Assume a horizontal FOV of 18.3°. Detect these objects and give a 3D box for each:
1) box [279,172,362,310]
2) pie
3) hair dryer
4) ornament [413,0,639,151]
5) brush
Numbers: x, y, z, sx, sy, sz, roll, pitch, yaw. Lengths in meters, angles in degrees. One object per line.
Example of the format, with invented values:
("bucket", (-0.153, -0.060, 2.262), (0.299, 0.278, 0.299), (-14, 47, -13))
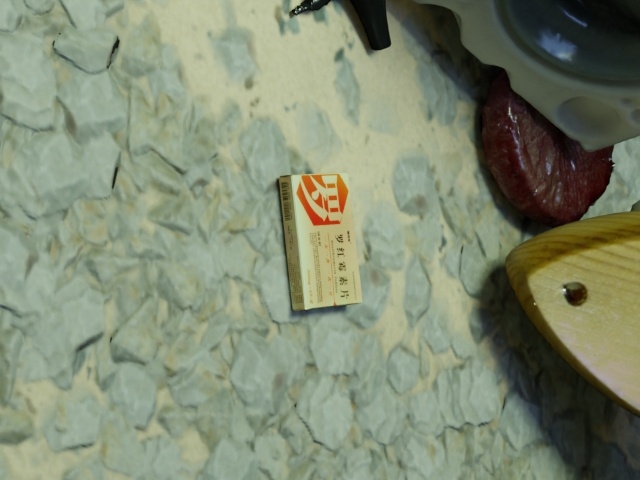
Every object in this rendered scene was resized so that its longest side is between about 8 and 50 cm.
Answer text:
("box", (0.000, 0.000, 1.365), (0.058, 0.015, 0.093), (-4, 87, -46))
("pie", (0.180, -0.081, 1.555), (0.154, 0.036, 0.154), (10, 77, -46))
("hair dryer", (0.013, -0.163, 1.405), (0.083, 0.031, 0.079), (-28, 113, -32))
("ornament", (0.231, -0.249, 1.458), (0.240, 0.239, 0.240), (38, 52, -28))
("brush", (0.261, 0.041, 1.540), (0.266, 0.166, 0.174), (19, 104, -11))
